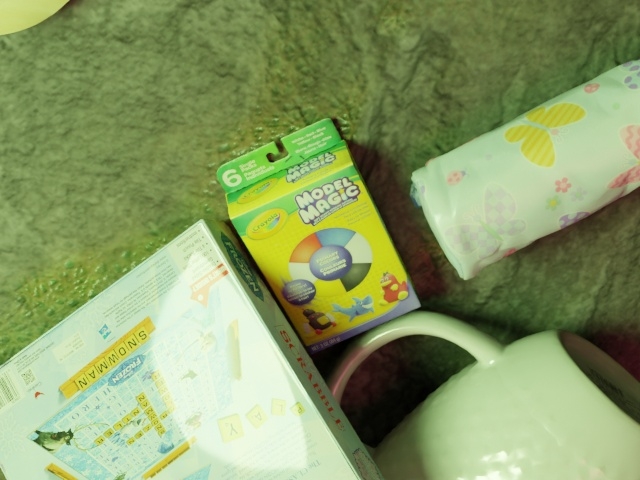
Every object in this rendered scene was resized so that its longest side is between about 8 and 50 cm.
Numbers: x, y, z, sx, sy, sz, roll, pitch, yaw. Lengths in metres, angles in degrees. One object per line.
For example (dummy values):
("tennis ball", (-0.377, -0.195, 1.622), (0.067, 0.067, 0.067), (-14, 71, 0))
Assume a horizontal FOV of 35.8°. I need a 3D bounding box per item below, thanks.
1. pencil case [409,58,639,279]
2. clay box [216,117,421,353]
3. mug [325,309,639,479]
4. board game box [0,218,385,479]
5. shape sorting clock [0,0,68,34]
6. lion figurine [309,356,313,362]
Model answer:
("pencil case", (0.223, -0.066, 0.924), (0.273, 0.113, 0.124), (-28, 135, 9))
("clay box", (0.000, 0.000, 0.965), (0.127, 0.053, 0.222), (-25, 126, 6))
("mug", (0.169, 0.237, 1.057), (0.374, 0.276, 0.328), (40, 107, 2))
("board game box", (-0.142, 0.197, 0.948), (0.318, 0.066, 0.318), (-34, 79, 14))
("shape sorting clock", (-0.268, -0.254, 0.744), (0.206, 0.040, 0.206), (-3, 125, -4))
("lion figurine", (-0.170, 0.249, 1.058), (0.392, 0.142, 0.240), (-13, 119, 4))
